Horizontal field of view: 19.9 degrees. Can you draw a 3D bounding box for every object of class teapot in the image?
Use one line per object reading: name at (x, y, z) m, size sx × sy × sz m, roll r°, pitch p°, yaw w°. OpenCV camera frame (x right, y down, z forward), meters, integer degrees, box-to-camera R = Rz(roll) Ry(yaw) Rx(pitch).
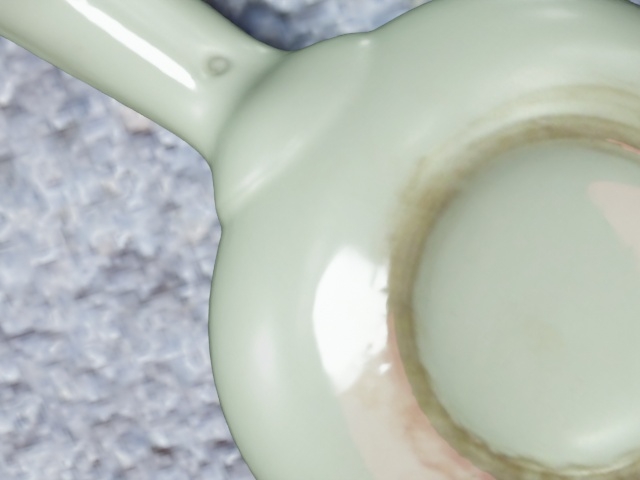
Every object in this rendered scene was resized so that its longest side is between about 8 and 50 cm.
teapot at (0.029, -0.024, 0.617) m, size 0.220 × 0.149 × 0.318 m, roll -28°, pitch 93°, yaw -10°
